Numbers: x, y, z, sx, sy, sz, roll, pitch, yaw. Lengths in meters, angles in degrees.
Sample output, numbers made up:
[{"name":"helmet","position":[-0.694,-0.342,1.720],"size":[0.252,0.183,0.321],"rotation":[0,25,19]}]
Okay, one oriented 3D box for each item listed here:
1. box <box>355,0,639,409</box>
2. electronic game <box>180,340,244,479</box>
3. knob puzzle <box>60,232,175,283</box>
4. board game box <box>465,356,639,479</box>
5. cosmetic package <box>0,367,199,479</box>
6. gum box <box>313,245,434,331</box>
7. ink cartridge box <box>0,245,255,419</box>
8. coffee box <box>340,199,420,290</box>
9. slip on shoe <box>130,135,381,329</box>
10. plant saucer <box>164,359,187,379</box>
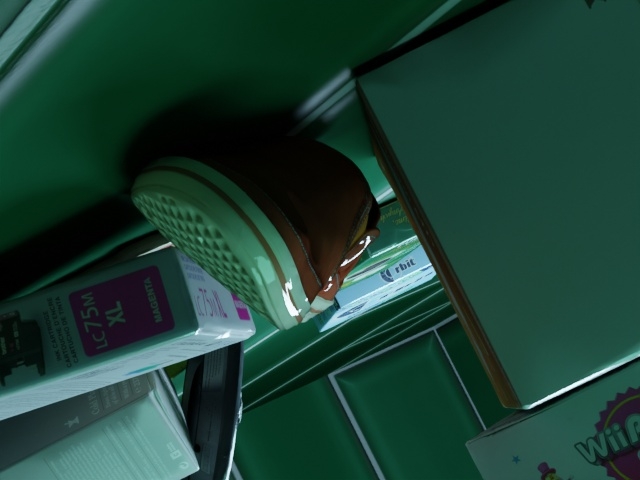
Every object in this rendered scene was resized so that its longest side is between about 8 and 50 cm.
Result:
[{"name":"box","position":[0.150,-0.020,1.142],"size":[0.168,0.215,0.345],"rotation":[-27,173,1]},{"name":"electronic game","position":[-0.093,0.149,1.548],"size":[0.048,0.229,0.229],"rotation":[7,167,-8]},{"name":"knob puzzle","position":[-0.110,0.023,1.261],"size":[0.213,0.030,0.213],"rotation":[-26,173,-4]},{"name":"board game box","position":[0.254,0.113,1.238],"size":[0.224,0.097,0.303],"rotation":[-29,172,20]},{"name":"cosmetic package","position":[-0.231,0.176,1.453],"size":[0.238,0.107,0.127],"rotation":[-26,-146,-2]},{"name":"gum box","position":[0.071,0.044,2.048],"size":[0.157,0.041,0.184],"rotation":[-25,172,-12]},{"name":"ink cartridge box","position":[-0.208,0.081,1.091],"size":[0.311,0.065,0.186],"rotation":[-21,173,6]},{"name":"coffee box","position":[0.048,0.005,1.677],"size":[0.113,0.040,0.184],"rotation":[-24,173,-26]},{"name":"slip on shoe","position":[-0.025,-0.016,1.019],"size":[0.101,0.123,0.331],"rotation":[-49,171,3]},{"name":"plant saucer","position":[-0.221,0.153,1.651],"size":[0.188,0.045,0.188],"rotation":[-31,-178,29]}]
